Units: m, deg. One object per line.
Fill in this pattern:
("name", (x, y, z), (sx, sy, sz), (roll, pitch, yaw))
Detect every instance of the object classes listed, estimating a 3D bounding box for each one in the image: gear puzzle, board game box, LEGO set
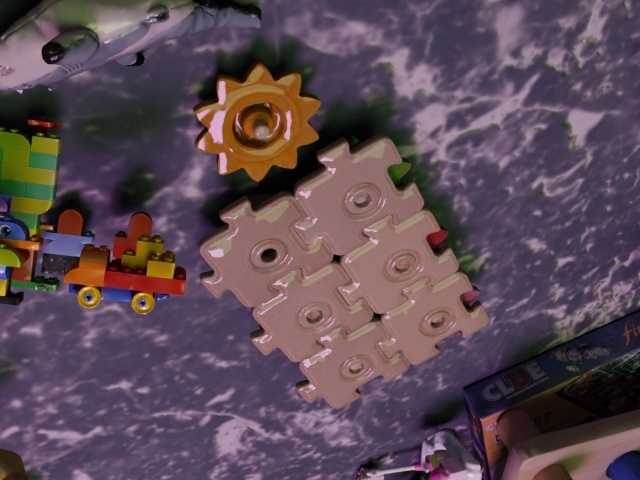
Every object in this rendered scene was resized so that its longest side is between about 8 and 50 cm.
("gear puzzle", (0.000, 0.000, 0.680), (0.175, 0.044, 0.339), (-31, 132, 5))
("board game box", (0.278, 0.171, 0.952), (0.243, 0.042, 0.165), (-22, 135, -6))
("LEGO set", (0.096, 0.327, 0.942), (0.107, 0.132, 0.287), (-4, 108, -15))

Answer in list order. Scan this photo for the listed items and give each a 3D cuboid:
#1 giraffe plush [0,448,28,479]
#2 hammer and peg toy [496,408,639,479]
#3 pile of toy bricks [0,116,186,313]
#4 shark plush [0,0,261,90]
("giraffe plush", (-0.303, 0.226, 0.674), (0.210, 0.181, 0.170), (-47, 156, -31))
("hammer and peg toy", (0.339, 0.253, 0.934), (0.361, 0.127, 0.266), (-11, 130, -16))
("pile of toy bricks", (-0.185, -0.024, 0.543), (0.212, 0.118, 0.105), (7, 98, -10))
("shark plush", (-0.115, -0.128, 0.524), (0.161, 0.073, 0.067), (-27, 159, -30))
